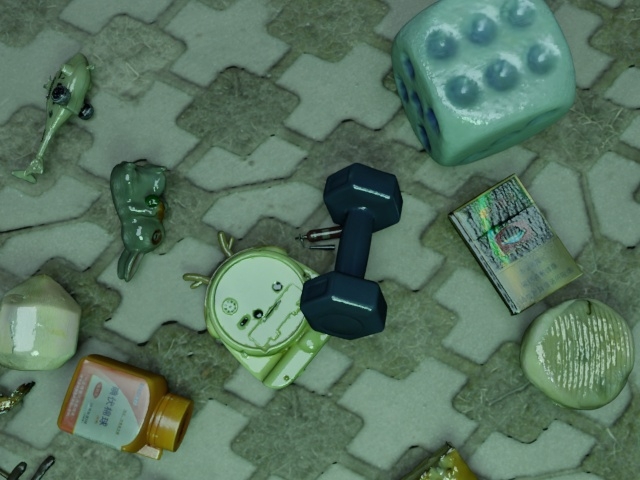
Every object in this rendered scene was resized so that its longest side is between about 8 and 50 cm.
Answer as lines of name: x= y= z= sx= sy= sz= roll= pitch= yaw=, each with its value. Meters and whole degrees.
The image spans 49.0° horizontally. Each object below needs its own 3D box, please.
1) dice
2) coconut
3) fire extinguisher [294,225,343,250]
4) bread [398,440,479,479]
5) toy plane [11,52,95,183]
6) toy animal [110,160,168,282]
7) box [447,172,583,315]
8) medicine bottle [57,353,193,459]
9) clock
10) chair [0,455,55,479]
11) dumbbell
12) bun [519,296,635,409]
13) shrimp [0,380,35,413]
dice: x=0.303 y=-0.311 z=1.339 sx=0.268 sy=0.262 sz=0.265 roll=-21 pitch=82 yaw=-3
coconut: x=-0.543 y=0.155 z=1.333 sx=0.170 sy=0.171 sz=0.183 roll=1 pitch=85 yaw=1
fire extinguisher: x=0.000 y=0.000 z=1.420 sx=0.100 sy=0.032 sz=0.046 roll=-10 pitch=115 yaw=-1
bread: x=0.223 y=0.534 z=1.290 sx=0.239 sy=0.111 sz=0.246 roll=-39 pitch=80 yaw=-7
toy plane: x=-0.544 y=-0.255 z=1.440 sx=0.108 sy=0.092 sz=0.286 roll=12 pitch=81 yaw=24
toy animal: x=-0.362 y=-0.044 z=1.406 sx=0.108 sy=0.138 sz=0.236 roll=-9 pitch=107 yaw=-38
box: x=0.379 y=0.009 z=1.386 sx=0.159 sy=0.071 sz=0.240 roll=-32 pitch=82 yaw=-1
medicine bottle: x=-0.363 y=0.317 z=1.332 sx=0.222 sy=0.112 sz=0.149 roll=17 pitch=82 yaw=4
clock: x=-0.119 y=0.120 z=1.366 sx=0.308 sy=0.096 sz=0.235 roll=38 pitch=84 yaw=7
chair: x=-0.671 y=0.501 z=1.290 sx=0.186 sy=0.160 sz=0.319 roll=32 pitch=80 yaw=7
dumbbell: x=0.062 y=0.017 z=1.298 sx=0.160 sy=0.144 sz=0.325 roll=16 pitch=58 yaw=-5
bun: x=0.479 y=0.218 z=1.331 sx=0.237 sy=0.116 sz=0.210 roll=-7 pitch=78 yaw=-15
shrimp: x=-0.634 y=0.249 z=1.381 sx=0.147 sy=0.035 sz=0.195 roll=10 pitch=62 yaw=-11
